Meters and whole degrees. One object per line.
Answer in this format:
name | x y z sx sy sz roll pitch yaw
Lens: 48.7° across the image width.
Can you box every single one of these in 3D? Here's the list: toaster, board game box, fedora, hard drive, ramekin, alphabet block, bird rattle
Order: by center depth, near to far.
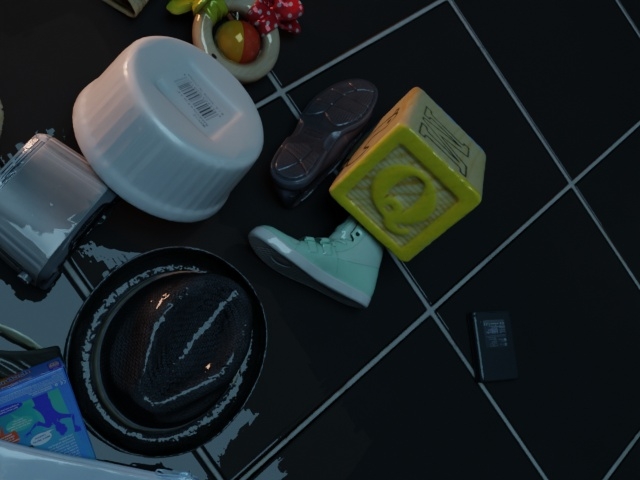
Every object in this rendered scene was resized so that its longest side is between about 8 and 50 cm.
board game box | -0.392 0.284 0.945 0.160 0.047 0.210 -20 106 -25
toaster | -0.396 -0.052 1.033 0.146 0.129 0.227 37 63 -10
fedora | -0.208 0.155 1.053 0.334 0.152 0.334 7 73 -24
ramekin | -0.219 -0.178 1.084 0.277 0.135 0.277 31 39 -29
alphabet block | 0.160 -0.118 1.244 0.193 0.192 0.197 41 31 -9
bird rattle | -0.146 -0.382 1.271 0.253 0.143 0.207 2 87 -39
hard drive | 0.337 0.206 1.376 0.094 0.022 0.135 1 76 -26

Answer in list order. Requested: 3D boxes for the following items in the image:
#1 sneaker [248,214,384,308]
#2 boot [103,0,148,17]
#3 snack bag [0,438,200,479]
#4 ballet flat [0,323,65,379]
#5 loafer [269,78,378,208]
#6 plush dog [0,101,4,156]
sneaker | 0.000 0.000 1.226 0.256 0.094 0.151 30 71 -27
boot | -0.349 -0.500 1.204 0.213 0.077 0.165 42 65 -13
snack bag | -0.356 0.441 0.924 0.323 0.037 0.343 20 81 -24
ballet flat | -0.488 0.153 0.961 0.280 0.095 0.096 20 58 -31
loafer | 0.004 -0.181 1.296 0.109 0.095 0.302 28 57 16
plush dog | -0.543 -0.167 0.938 0.225 0.210 0.262 -8 79 -21
